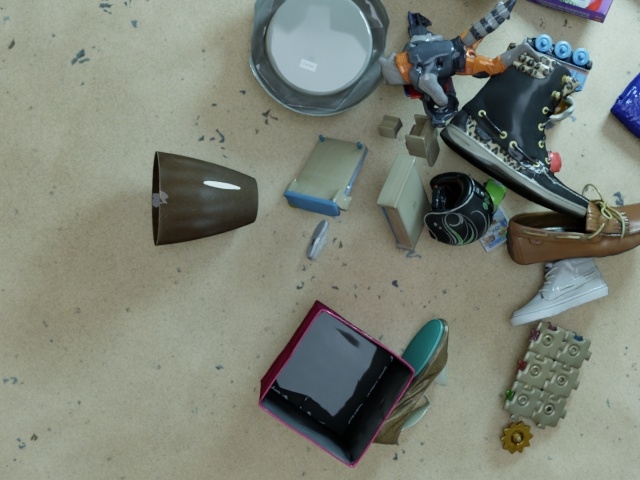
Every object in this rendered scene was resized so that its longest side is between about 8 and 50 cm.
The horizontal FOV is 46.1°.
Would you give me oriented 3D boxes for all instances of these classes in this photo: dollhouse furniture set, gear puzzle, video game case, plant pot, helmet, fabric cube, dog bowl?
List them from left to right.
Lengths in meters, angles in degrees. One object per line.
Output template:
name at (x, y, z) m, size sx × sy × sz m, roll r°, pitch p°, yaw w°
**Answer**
plant pot at (-0.266, -0.094, 1.744) m, size 0.230 × 0.215 × 0.216 m, roll 1°, pitch 90°, yaw -17°
dog bowl at (-0.004, -0.464, 1.796) m, size 0.348 × 0.102 × 0.349 m, roll 0°, pitch 90°, yaw -3°
fabric cube at (0.030, 0.314, 1.721) m, size 0.254 × 0.258 × 0.259 m, roll 34°, pitch 88°, yaw -2°
dollhouse furniture set at (0.105, -0.150, 1.823) m, size 0.303 × 0.198 × 0.286 m, roll 13°, pitch 65°, yaw 27°
helmet at (0.324, -0.066, 1.773) m, size 0.169 × 0.169 × 0.161 m, roll -41°, pitch 134°, yaw -3°
video game case at (0.418, -0.045, 1.866) m, size 0.087 × 0.011 × 0.122 m, roll -31°, pitch 92°, yaw -4°
gear puzzle at (0.537, 0.371, 1.858) m, size 0.175 × 0.044 × 0.339 m, roll 21°, pitch 93°, yaw -16°

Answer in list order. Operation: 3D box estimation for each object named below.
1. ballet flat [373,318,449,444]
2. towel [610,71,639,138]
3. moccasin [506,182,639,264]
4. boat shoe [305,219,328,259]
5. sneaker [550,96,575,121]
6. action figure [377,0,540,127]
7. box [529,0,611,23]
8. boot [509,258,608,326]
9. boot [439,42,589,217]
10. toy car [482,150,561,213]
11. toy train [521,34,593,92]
ballet flat at (0.230, 0.351, 1.815) m, size 0.124 × 0.116 × 0.342 m, roll 34°, pitch 88°, yaw -23°
towel at (0.895, -0.305, 1.869) m, size 0.308 × 0.076 × 0.228 m, roll 43°, pitch 95°, yaw -3°
moccasin at (0.636, -0.045, 1.810) m, size 0.379 × 0.139 × 0.147 m, roll -6°, pitch 125°, yaw 4°
boat shoe at (0.000, 0.000, 1.834) m, size 0.035 × 0.035 × 0.100 m, roll 26°, pitch 84°, yaw -30°
sneaker at (0.502, -0.331, 1.831) m, size 0.228 × 0.092 × 0.088 m, roll -2°, pitch 92°, yaw -2°
action figure at (0.283, -0.451, 1.710) m, size 0.330 × 0.178 × 0.341 m, roll -21°, pitch 62°, yaw 8°
box at (0.648, -0.697, 1.828) m, size 0.200 × 0.057 × 0.293 m, roll 24°, pitch 89°, yaw 17°
boot at (0.567, 0.118, 1.846) m, size 0.258 × 0.095 × 0.124 m, roll -19°, pitch 81°, yaw -8°
boot at (0.500, -0.250, 1.723) m, size 0.377 × 0.138 × 0.284 m, roll 33°, pitch 92°, yaw 10°
toy car at (0.442, -0.155, 1.823) m, size 0.239 × 0.053 × 0.225 m, roll 27°, pitch 95°, yaw 2°
toy train at (0.572, -0.433, 1.844) m, size 0.184 × 0.080 × 0.105 m, roll 19°, pitch 95°, yaw -3°
